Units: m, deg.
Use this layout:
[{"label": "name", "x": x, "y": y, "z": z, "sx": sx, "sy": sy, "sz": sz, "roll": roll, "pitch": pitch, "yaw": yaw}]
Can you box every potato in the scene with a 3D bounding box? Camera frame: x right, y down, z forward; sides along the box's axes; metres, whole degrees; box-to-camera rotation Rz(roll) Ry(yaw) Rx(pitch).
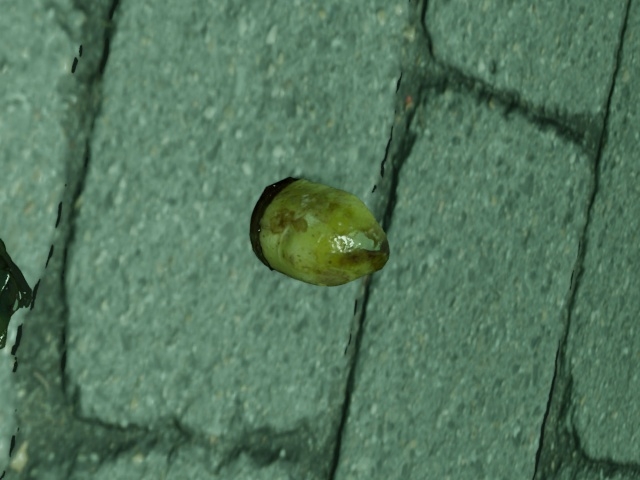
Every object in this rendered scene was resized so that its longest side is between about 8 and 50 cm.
[{"label": "potato", "x": 0.000, "y": 0.000, "z": 1.065, "sx": 0.066, "sy": 0.103, "sz": 0.096, "roll": -33, "pitch": 116, "yaw": -39}]

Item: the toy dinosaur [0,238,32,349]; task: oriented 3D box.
[{"label": "toy dinosaur", "x": -0.246, "y": -0.027, "z": 0.797, "sx": 0.087, "sy": 0.187, "sz": 0.179, "roll": -42, "pitch": 149, "yaw": -33}]
